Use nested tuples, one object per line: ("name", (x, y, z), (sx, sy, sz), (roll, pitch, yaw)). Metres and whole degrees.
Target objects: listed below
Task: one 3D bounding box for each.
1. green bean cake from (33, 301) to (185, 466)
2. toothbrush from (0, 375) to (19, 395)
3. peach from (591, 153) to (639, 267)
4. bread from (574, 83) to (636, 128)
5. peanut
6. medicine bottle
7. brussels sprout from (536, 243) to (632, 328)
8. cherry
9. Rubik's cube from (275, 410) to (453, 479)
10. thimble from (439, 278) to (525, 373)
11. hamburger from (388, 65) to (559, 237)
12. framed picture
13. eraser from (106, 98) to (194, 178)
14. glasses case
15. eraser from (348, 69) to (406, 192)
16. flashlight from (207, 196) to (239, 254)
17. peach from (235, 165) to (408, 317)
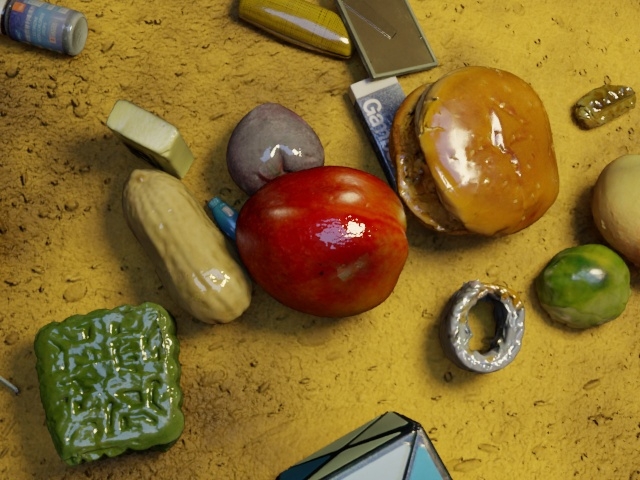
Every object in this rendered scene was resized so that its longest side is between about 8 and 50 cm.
("green bean cake", (-0.334, 0.235, 1.160), (0.222, 0.125, 0.248), (-12, 80, -4))
("toothbrush", (-0.627, 0.173, 1.212), (0.294, 0.026, 0.028), (38, 65, 5))
("peach", (0.568, -0.042, 1.210), (0.232, 0.232, 0.233), (0, 80, -2))
("bread", (0.521, -0.250, 1.315), (0.110, 0.060, 0.066), (-26, 111, -5))
("peanut", (-0.231, 0.011, 1.199), (0.147, 0.147, 0.319), (-37, 71, -8))
("medicine bottle", (-0.531, -0.398, 1.292), (0.203, 0.083, 0.083), (16, 79, 3))
("brussels sprout", (0.457, 0.076, 1.219), (0.149, 0.122, 0.151), (37, 79, 8))
("cherry", (-0.084, -0.149, 1.236), (0.176, 0.140, 0.176), (0, 55, 0))
("Rubik's cube", (0.085, 0.427, 1.079), (0.246, 0.250, 0.248), (-29, 84, -7))
("thimble", (0.269, 0.147, 1.202), (0.127, 0.118, 0.151), (22, 81, 2))
("hamburger", (0.274, -0.147, 1.207), (0.314, 0.170, 0.290), (-15, 88, -33))
("framed picture", (0.117, -0.395, 1.317), (0.150, 0.015, 0.203), (-18, 77, -26))
("eraser", (-0.286, -0.168, 1.212), (0.117, 0.172, 0.058), (29, 81, 3))
("glasses case", (-0.039, -0.404, 1.320), (0.234, 0.064, 0.079), (22, 73, 1))
("eraser", (0.133, -0.197, 1.296), (0.091, 0.046, 0.213), (-22, 81, -7))
("flashlight", (-0.152, -0.021, 1.256), (0.051, 0.051, 0.129), (-41, 78, -8))
("peach", (0.000, 0.000, 1.144), (0.274, 0.245, 0.249), (2, 89, -5))
